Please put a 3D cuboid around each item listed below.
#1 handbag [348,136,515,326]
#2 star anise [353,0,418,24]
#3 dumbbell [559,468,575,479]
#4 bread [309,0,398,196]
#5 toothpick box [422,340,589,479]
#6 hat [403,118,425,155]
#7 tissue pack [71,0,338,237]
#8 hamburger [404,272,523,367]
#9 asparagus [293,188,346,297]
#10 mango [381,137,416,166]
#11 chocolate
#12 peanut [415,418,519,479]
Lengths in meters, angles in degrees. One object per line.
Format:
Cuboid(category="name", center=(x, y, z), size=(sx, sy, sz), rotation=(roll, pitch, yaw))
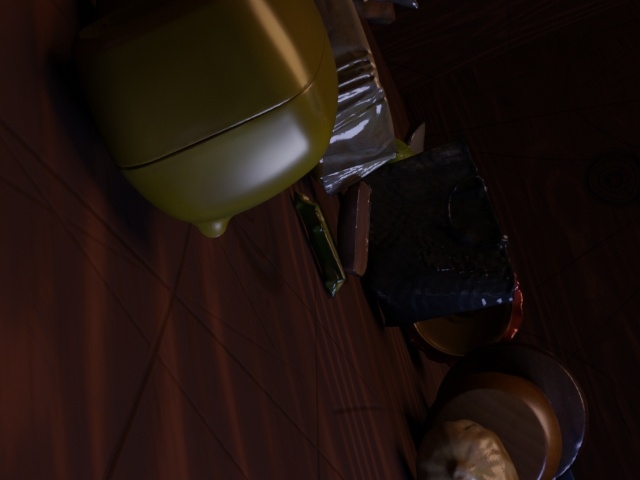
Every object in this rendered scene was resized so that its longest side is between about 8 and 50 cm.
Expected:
Cuboid(category="handbag", center=(0.130, -0.010, 1.458), size=(0.088, 0.175, 0.270), rotation=(63, 12, -48))
Cuboid(category="star anise", center=(0.009, -0.334, 1.305), size=(0.349, 0.292, 0.109), rotation=(43, 62, -61))
Cuboid(category="dumbbell", center=(0.299, 0.387, 1.688), size=(0.325, 0.144, 0.160), rotation=(-97, 162, -61))
Cuboid(category="bread", center=(0.000, -0.167, 1.252), size=(0.192, 0.110, 0.209), rotation=(65, 7, -70))
Cuboid(category="toothpick box", center=(0.217, 0.221, 1.442), size=(0.294, 0.192, 0.192), rotation=(0, 70, -76))
Cuboid(category="hat", center=(0.172, -0.047, 1.842), size=(0.214, 0.149, 0.244), rotation=(-74, -179, -74))
Cuboid(category="tissue pack", center=(-0.054, -0.090, 0.649), size=(0.127, 0.123, 0.178), rotation=(61, 10, -26))
Cuboid(category="hamburger", center=(0.190, 0.096, 1.660), size=(0.137, 0.175, 0.175), rotation=(63, 8, -74))
Cuboid(category="asparagus", center=(0.000, 0.000, 1.132), size=(0.025, 0.021, 0.108), rotation=(-12, 81, -81))
Cuboid(category="mango", center=(0.103, -0.061, 1.692), size=(0.119, 0.100, 0.178), rotation=(-88, 165, -77))
Cuboid(category="chocolate", center=(0.032, -0.013, 1.280), size=(0.064, 0.031, 0.100), rotation=(-6, 99, -79))
Cuboid(category="peanut", center=(0.163, 0.294, 1.207), size=(0.117, 0.101, 0.263), rotation=(-56, 131, -49))
